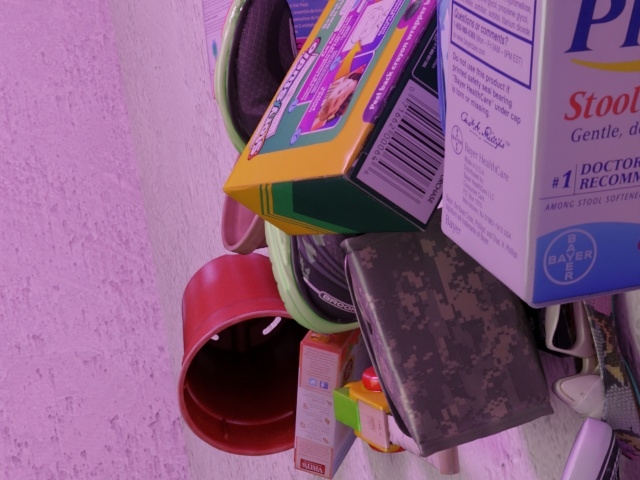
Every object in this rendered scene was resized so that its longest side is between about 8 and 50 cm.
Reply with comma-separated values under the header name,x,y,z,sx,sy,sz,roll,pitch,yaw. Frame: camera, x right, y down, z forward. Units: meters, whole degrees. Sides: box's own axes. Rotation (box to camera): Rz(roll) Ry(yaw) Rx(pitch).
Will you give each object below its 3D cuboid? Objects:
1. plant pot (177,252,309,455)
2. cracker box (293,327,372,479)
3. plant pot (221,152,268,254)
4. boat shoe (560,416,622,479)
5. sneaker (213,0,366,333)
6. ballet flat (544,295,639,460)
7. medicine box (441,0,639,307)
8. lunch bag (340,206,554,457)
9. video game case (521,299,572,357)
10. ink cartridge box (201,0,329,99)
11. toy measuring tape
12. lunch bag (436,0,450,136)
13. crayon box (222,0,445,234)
name,x,y,z,sx,sy,sz,roll,pitch,yaw
plant pot,-0.114,0.164,2.265,0.265,0.273,0.272,-113,22,-59
cracker box,0.022,0.208,2.009,0.155,0.067,0.232,-52,-29,-54
plant pot,-0.061,-0.083,2.141,0.237,0.110,0.237,-163,90,-72
boat shoe,0.276,0.298,1.358,0.108,0.102,0.301,-57,-25,-51
sneaker,0.003,-0.117,1.849,0.482,0.202,0.185,71,-156,-13
ballet flat,0.260,0.110,1.354,0.077,0.079,0.221,153,108,-70
medicine box,0.240,-0.126,1.016,0.149,0.264,0.289,-132,38,-59
lunch bag,0.130,0.092,1.479,0.287,0.169,0.235,42,-151,-84
video game case,0.208,-0.026,1.528,0.248,0.035,0.274,-164,66,-70
ink cartridge box,-0.085,-0.419,2.065,0.270,0.151,0.395,-174,76,-71
toy measuring tape,0.123,0.230,1.790,0.330,0.121,0.121,16,113,63
lunch bag,0.207,-0.161,1.178,0.090,0.219,0.176,10,108,65
crayon box,0.077,-0.183,1.392,0.363,0.106,0.313,-61,20,-12
